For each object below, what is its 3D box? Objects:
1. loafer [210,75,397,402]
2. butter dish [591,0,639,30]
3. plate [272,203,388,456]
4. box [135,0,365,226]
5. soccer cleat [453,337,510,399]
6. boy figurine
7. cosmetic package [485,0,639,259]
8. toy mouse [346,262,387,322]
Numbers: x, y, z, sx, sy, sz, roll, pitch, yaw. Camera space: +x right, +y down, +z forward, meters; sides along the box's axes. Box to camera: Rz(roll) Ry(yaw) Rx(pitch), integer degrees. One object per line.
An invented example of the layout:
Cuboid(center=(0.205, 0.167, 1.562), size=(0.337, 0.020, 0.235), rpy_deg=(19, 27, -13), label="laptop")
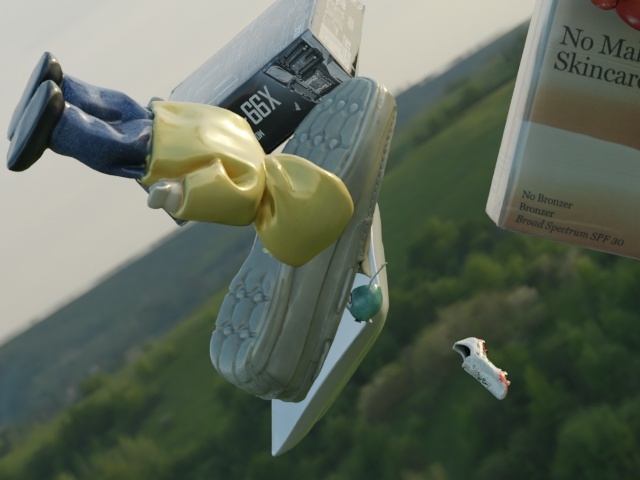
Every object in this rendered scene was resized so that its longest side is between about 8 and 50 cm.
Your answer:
Cuboid(center=(0.000, 0.000, 1.737), size=(0.112, 0.111, 0.319), rpy_deg=(19, 84, 53), label="loafer")
Cuboid(center=(0.248, -0.215, 1.371), size=(0.118, 0.160, 0.160), rpy_deg=(-36, 10, -17), label="butter dish")
Cuboid(center=(0.018, 0.109, 2.371), size=(0.277, 0.045, 0.278), rpy_deg=(-58, 18, 28), label="plate")
Cuboid(center=(-0.069, -0.164, 1.952), size=(0.242, 0.076, 0.307), rpy_deg=(-39, 15, 16), label="box")
Cuboid(center=(0.166, 0.133, 1.887), size=(0.035, 0.083, 0.029), rpy_deg=(-3, -45, -29), label="soccer cleat")
Cuboid(center=(-0.110, -0.064, 1.494), size=(0.092, 0.285, 0.177), rpy_deg=(-59, 25, 22), label="boy figurine")
Cuboid(center=(0.249, -0.143, 1.558), size=(0.153, 0.296, 0.129), rpy_deg=(11, 7, -1), label="cosmetic package")
Cuboid(center=(0.021, 0.069, 2.057), size=(0.143, 0.031, 0.161), rpy_deg=(-29, -36, 23), label="toy mouse")
